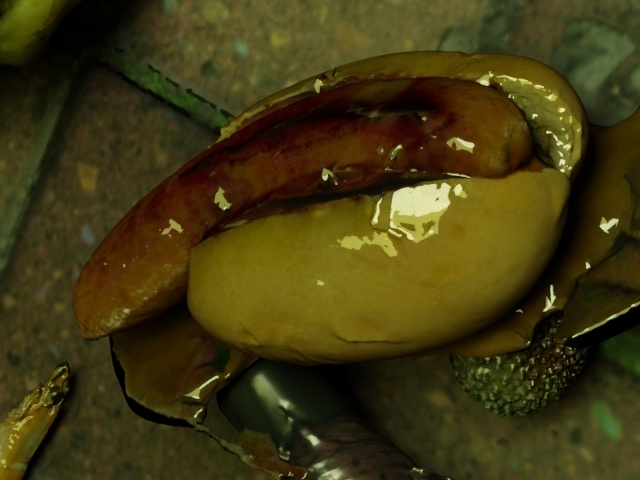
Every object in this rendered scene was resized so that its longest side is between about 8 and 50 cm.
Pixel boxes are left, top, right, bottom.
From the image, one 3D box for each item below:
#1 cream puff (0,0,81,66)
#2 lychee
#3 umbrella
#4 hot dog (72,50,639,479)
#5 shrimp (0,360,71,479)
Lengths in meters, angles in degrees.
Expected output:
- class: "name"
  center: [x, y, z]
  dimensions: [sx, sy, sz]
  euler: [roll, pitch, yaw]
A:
- class: "cream puff"
  center: [-0.245, -0.201, 0.935]
  dimensions: [0.274, 0.323, 0.270]
  euler: [57, 150, -2]
- class: "lychee"
  center: [0.096, 0.044, 0.809]
  dimensions: [0.067, 0.068, 0.083]
  euler: [-143, 51, -58]
- class: "umbrella"
  center: [0.056, 0.181, 0.815]
  dimensions: [0.326, 0.090, 0.094]
  euler: [50, 116, 24]
- class: "hot dog"
  center: [0.002, -0.005, 0.795]
  dimensions: [0.326, 0.107, 0.194]
  euler: [-24, 41, 20]
- class: "shrimp"
  center: [-0.192, 0.101, 1.010]
  dimensions: [0.127, 0.025, 0.091]
  euler: [-45, 65, 26]
